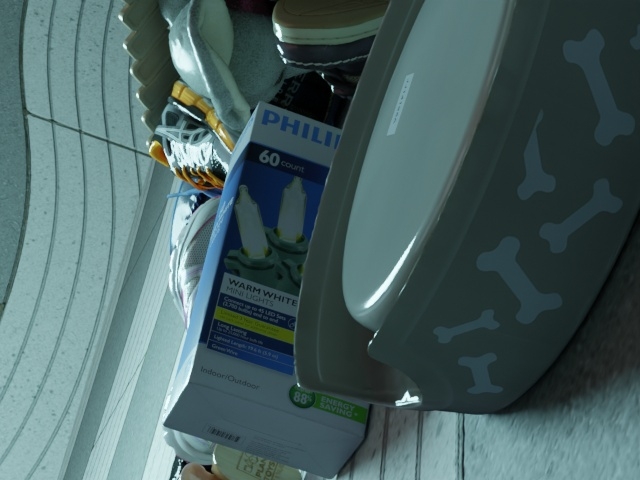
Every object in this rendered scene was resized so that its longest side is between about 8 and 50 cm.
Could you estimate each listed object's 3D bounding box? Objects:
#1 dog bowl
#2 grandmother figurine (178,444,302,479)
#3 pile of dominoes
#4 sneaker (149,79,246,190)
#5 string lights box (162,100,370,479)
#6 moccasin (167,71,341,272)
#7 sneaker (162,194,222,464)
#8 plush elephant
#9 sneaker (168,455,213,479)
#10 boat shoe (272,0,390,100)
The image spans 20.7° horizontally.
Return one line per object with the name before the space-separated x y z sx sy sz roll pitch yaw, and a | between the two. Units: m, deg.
dog bowl | 0.092 -0.061 0.983 0.349 0.102 0.348 -160 90 -80
grandmother figurine | -0.120 0.308 1.439 0.342 0.104 0.208 -61 0 34
pile of dominoes | -0.126 -0.226 1.745 0.196 0.040 0.251 -37 -40 -26
sneaker | -0.099 -0.081 1.658 0.083 0.084 0.215 -57 30 5
string lights box | -0.020 0.033 1.308 0.076 0.133 0.259 122 163 -53
moccasin | -0.066 -0.084 1.768 0.117 0.138 0.342 -145 73 -75
sneaker | -0.077 0.082 1.602 0.111 0.103 0.252 175 97 -64
plush elephant | -0.039 -0.226 1.580 0.272 0.330 0.255 -106 16 -67
sneaker | -0.125 0.223 1.746 0.170 0.051 0.089 -82 10 -60
boat shoe | 0.041 -0.147 1.314 0.285 0.103 0.092 -37 -48 -68
